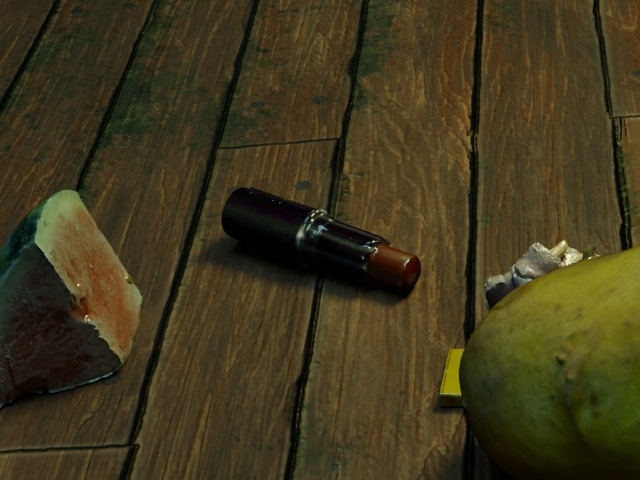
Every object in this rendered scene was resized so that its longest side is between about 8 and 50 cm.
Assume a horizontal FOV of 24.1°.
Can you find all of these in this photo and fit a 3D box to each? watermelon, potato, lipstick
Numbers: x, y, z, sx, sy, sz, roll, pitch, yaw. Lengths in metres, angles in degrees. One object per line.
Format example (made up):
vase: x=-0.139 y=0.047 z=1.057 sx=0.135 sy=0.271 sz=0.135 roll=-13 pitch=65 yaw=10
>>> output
watermelon: x=-0.322 y=0.076 z=1.885 sx=0.201 sy=0.261 sz=0.213 roll=19 pitch=32 yaw=-6
potato: x=0.315 y=0.203 z=1.538 sx=0.296 sy=0.290 sz=0.397 roll=-29 pitch=69 yaw=23
lipstick: x=0.000 y=0.000 z=1.991 sx=0.300 sy=0.081 sz=0.081 roll=19 pitch=44 yaw=32

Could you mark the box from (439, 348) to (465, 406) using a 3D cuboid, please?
box: x=0.221 y=0.161 z=1.750 sx=0.155 sy=0.023 sz=0.087 roll=0 pitch=38 yaw=15

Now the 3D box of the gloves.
gloves: x=0.269 y=0.060 z=1.820 sx=0.144 sy=0.110 sz=0.094 roll=-4 pitch=-8 yaw=8
